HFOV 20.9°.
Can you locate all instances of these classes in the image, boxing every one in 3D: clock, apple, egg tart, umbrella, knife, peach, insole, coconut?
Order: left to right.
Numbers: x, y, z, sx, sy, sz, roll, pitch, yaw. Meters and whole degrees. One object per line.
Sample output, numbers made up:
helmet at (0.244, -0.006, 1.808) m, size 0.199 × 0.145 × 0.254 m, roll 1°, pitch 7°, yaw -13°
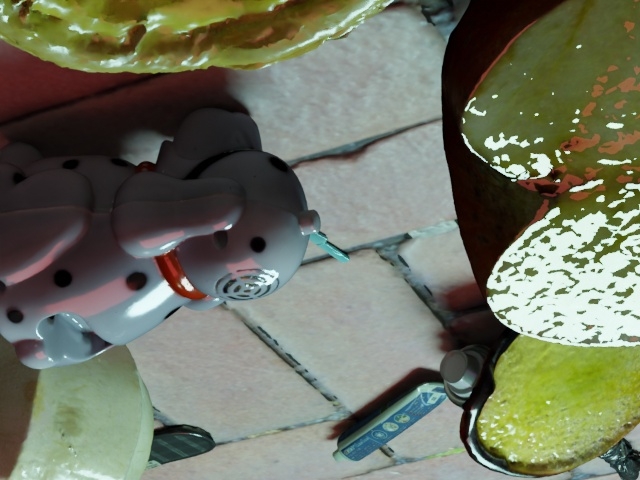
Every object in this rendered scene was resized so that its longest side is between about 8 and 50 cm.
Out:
coconut at (-0.283, 0.173, 1.611) m, size 0.241 × 0.241 × 0.241 m, roll -4°, pitch 150°, yaw -2°
insole at (-0.253, 0.261, 1.962) m, size 0.309 × 0.012 × 0.110 m, roll -19°, pitch 146°, yaw 24°
clock at (-0.121, -0.007, 1.353) m, size 0.254 × 0.188 × 0.189 m, roll -15°, pitch 149°, yaw 19°
egg tart at (-0.074, -0.231, 1.013) m, size 0.345 × 0.132 × 0.345 m, roll -3°, pitch 151°, yaw -2°
knife at (0.000, 0.000, 1.550) m, size 0.014 × 0.005 × 0.091 m, roll -21°, pitch 146°, yaw 28°
peach at (0.244, 0.127, 1.707) m, size 0.279 × 0.068 × 0.189 m, roll -13°, pitch 117°, yaw -26°
umbrella at (0.338, 0.243, 1.987) m, size 0.040 × 0.037 × 0.144 m, roll -4°, pitch 156°, yaw 26°
apple at (0.259, -0.081, 1.180) m, size 0.365 × 0.295 × 0.329 m, roll -14°, pitch 177°, yaw 11°

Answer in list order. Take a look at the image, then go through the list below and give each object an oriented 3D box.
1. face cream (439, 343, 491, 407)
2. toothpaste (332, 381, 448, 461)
face cream at (0.204, 0.164, 1.795) m, size 0.075 × 0.075 × 0.229 m, roll -25°, pitch 145°, yaw 32°
toothpaste at (0.073, 0.195, 1.871) m, size 0.057 × 0.034 × 0.197 m, roll 8°, pitch 146°, yaw -37°
